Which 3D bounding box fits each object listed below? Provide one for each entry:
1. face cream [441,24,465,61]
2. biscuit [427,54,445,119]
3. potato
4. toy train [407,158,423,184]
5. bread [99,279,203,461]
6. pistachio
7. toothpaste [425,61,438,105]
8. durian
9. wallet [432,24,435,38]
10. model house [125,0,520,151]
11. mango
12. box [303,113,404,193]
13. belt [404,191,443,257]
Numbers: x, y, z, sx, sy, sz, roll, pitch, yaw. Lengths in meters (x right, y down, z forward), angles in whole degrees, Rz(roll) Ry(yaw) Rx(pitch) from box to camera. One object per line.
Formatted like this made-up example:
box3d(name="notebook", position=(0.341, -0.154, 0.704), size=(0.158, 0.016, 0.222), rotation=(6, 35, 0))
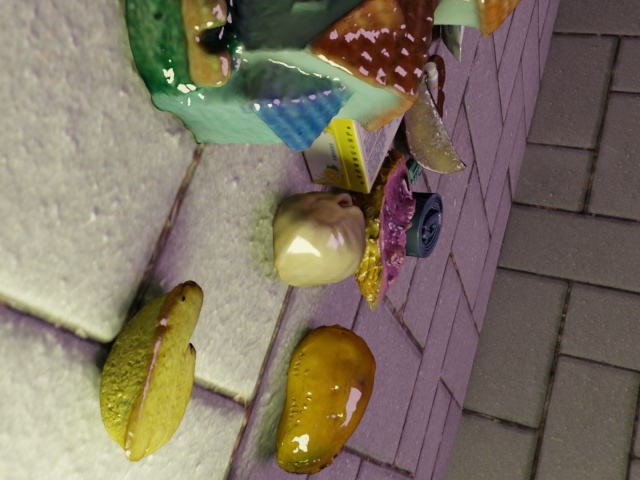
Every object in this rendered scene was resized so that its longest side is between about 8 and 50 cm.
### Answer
box3d(name="face cream", position=(0.286, -0.599, 1.314), size=(0.235, 0.137, 0.420), rotation=(-92, -178, -61))
box3d(name="biscuit", position=(0.256, -0.337, 1.489), size=(0.124, 0.026, 0.175), rotation=(-53, 145, -40))
box3d(name="potato", position=(0.202, -0.242, 1.362), size=(0.261, 0.100, 0.120), rotation=(56, 2, -36))
box3d(name="toy train", position=(0.203, -0.155, 1.448), size=(0.092, 0.029, 0.045), rotation=(-57, 133, -49))
box3d(name="bread", position=(-0.171, 0.131, 0.680), size=(0.149, 0.065, 0.188), rotation=(60, 42, -72))
box3d(name="pistachio", position=(0.000, 0.000, 0.936), size=(0.152, 0.126, 0.223), rotation=(-45, 161, 6))
box3d(name="toothpaste", position=(0.234, -0.315, 1.367), size=(0.190, 0.031, 0.048), rotation=(51, 37, -70))
box3d(name="durian", position=(0.093, -0.057, 1.147), size=(0.341, 0.112, 0.191), rotation=(-67, 146, -45))
box3d(name="wallet", position=(0.209, -0.509, 1.301), size=(0.122, 0.031, 0.232), rotation=(-45, 139, -50))
box3d(name="model house", position=(0.025, -0.243, 0.627), size=(0.252, 0.329, 0.295), rotation=(52, 51, -65))
box3d(name="mango", position=(0.002, 0.253, 1.043), size=(0.156, 0.151, 0.249), rotation=(42, 64, -28))
box3d(name="box", position=(0.062, -0.227, 1.003), size=(0.168, 0.097, 0.265), rotation=(69, 38, -51))
box3d(name="belt", position=(0.215, -0.038, 1.457), size=(0.190, 0.082, 0.141), rotation=(-37, 130, -57))
